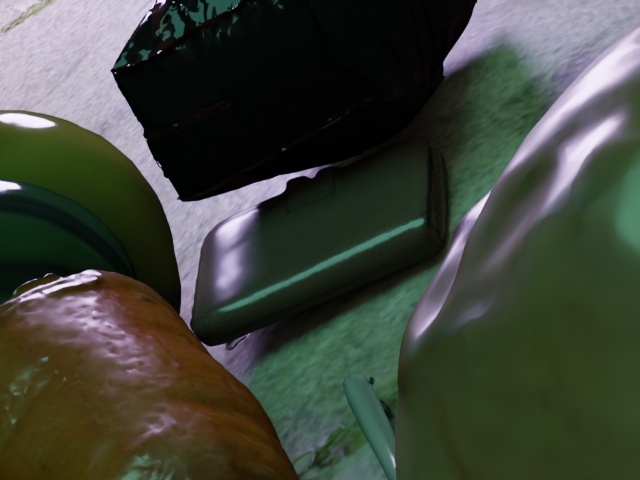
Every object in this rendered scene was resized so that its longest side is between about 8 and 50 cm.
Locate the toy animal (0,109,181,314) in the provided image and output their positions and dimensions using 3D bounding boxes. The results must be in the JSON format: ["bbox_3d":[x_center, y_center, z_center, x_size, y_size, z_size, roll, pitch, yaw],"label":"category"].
[{"bbox_3d":[-0.175,0.028,1.108,0.191,0.216,0.338,-12,24,-5],"label":"toy animal"}]

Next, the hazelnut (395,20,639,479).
[{"bbox_3d":[0.155,0.050,0.628,0.261,0.241,0.261,-158,90,-78],"label":"hazelnut"}]

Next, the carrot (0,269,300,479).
[{"bbox_3d":[-0.075,0.113,0.879,0.159,0.159,0.225,-45,28,-13],"label":"carrot"}]

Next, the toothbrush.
[{"bbox_3d":[0.050,0.117,0.856,0.026,0.022,0.263,-27,26,-2],"label":"toothbrush"}]

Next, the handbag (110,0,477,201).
[{"bbox_3d":[-0.015,-0.120,1.165,0.169,0.155,0.215,-20,14,23],"label":"handbag"}]

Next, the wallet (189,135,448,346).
[{"bbox_3d":[0.000,0.000,1.098,0.152,0.039,0.118,-25,29,19],"label":"wallet"}]
